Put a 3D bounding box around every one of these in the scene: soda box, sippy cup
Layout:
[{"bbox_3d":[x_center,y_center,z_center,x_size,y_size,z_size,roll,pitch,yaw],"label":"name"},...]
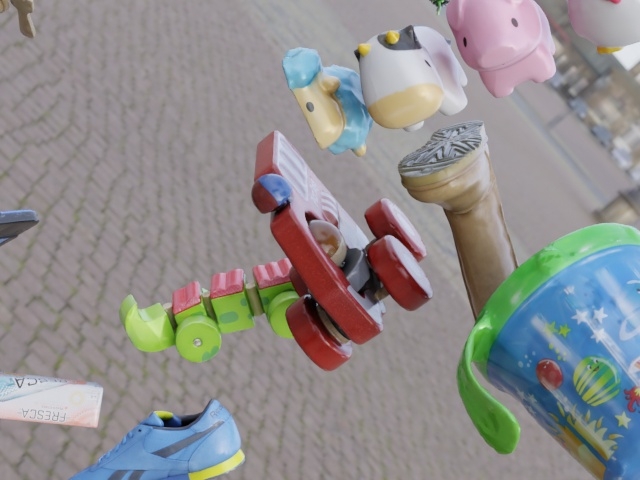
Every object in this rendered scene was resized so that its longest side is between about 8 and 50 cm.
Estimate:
[{"bbox_3d":[-0.412,0.230,1.713,0.183,0.063,0.058,9,-1,-20],"label":"soda box"},{"bbox_3d":[0.312,0.139,1.243,0.224,0.305,0.240,55,3,36],"label":"sippy cup"}]

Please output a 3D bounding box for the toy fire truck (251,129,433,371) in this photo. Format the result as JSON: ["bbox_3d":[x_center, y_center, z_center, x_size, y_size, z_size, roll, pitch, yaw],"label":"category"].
[{"bbox_3d":[0.000,0.000,1.499,0.254,0.169,0.302,48,15,-17],"label":"toy fire truck"}]

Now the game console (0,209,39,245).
[{"bbox_3d":[-0.568,0.089,1.738,0.250,0.293,0.173,-9,76,-60],"label":"game console"}]

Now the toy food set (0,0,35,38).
[{"bbox_3d":[-0.394,-0.290,1.284,0.192,0.039,0.132,23,-14,-5],"label":"toy food set"}]

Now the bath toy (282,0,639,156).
[{"bbox_3d":[0.144,-0.188,1.066,0.129,0.348,0.151,59,22,-26],"label":"bath toy"}]

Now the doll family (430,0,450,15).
[{"bbox_3d":[0.164,-0.300,1.304,0.076,0.193,0.111,68,29,-25],"label":"doll family"}]

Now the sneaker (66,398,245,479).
[{"bbox_3d":[-0.180,0.215,1.197,0.069,0.209,0.082,-56,125,-71],"label":"sneaker"}]

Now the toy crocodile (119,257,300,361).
[{"bbox_3d":[-0.115,0.086,1.679,0.115,0.340,0.105,-108,-176,-64],"label":"toy crocodile"}]

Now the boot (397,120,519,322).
[{"bbox_3d":[0.183,0.012,1.352,0.236,0.089,0.270,-40,117,-62],"label":"boot"}]
